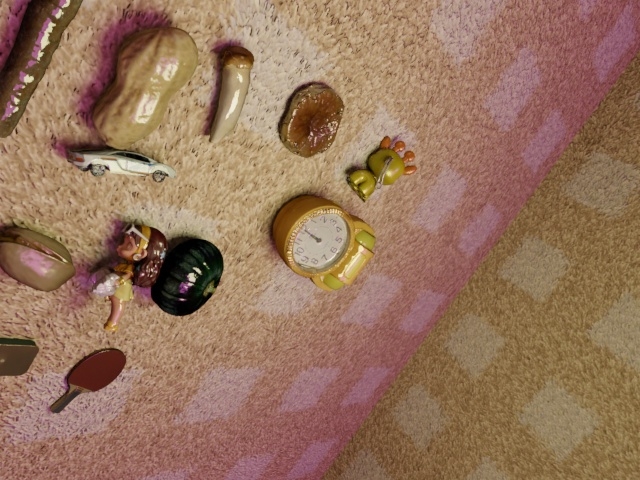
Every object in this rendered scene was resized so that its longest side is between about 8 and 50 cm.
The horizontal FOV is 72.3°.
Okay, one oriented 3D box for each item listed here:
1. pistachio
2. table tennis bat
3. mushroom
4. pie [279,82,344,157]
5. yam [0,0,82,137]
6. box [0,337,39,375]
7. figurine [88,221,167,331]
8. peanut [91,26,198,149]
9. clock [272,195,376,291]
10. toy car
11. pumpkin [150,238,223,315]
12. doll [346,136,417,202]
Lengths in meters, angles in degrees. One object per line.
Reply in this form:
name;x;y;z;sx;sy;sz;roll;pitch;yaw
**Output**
pistachio;-0.559;0.036;0.858;0.113;0.113;0.149;-43;143;-7
table tennis bat;-0.615;0.370;1.157;0.220;0.019;0.130;-44;142;-8
mushroom;-0.196;-0.306;0.941;0.071;0.084;0.209;9;121;-23
pie;-0.024;-0.304;1.127;0.195;0.046;0.195;-24;135;-26
yam;-0.468;-0.293;0.706;0.061;0.061;0.274;21;107;-50
box;-0.705;0.256;0.966;0.126;0.031;0.091;20;107;-50
figurine;-0.427;0.076;0.966;0.116;0.175;0.240;35;75;-28
peanut;-0.329;-0.284;0.804;0.256;0.123;0.123;-50;142;8
clock;0.000;0.000;1.301;0.317;0.200;0.244;31;95;-43
toy car;-0.390;-0.152;0.874;0.205;0.095;0.056;-2;104;-43
pumpkin;-0.321;0.093;1.083;0.202;0.140;0.202;-55;170;-15
doll;0.186;-0.220;1.342;0.221;0.143;0.135;-37;169;-5
